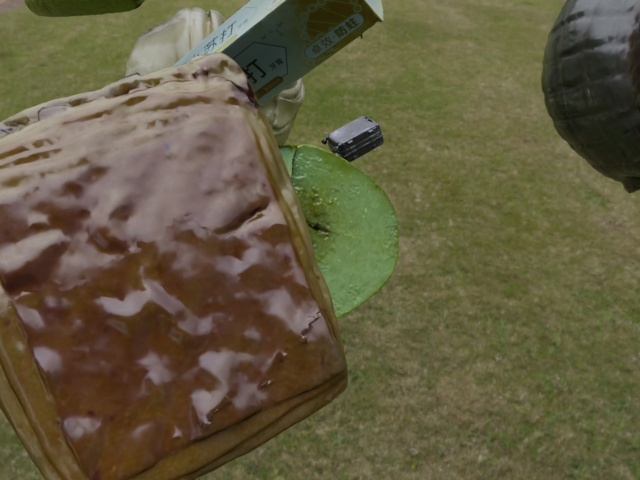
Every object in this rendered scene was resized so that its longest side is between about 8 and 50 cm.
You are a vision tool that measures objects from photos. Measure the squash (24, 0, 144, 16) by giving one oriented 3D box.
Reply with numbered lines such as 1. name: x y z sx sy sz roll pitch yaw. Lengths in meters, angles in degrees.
1. squash: -0.350 -0.453 0.931 0.288 0.111 0.203 16 73 36

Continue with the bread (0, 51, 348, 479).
1. bread: -0.145 0.032 0.532 0.277 0.325 0.167 -23 -5 -18

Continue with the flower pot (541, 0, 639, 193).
1. flower pot: 0.417 -0.190 0.686 0.301 0.302 0.213 -6 4 -13

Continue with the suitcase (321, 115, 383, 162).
1. suitcase: 0.075 -0.225 1.377 0.126 0.059 0.086 -30 37 -10

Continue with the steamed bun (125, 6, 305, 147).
1. steamed bun: -0.162 -0.279 1.015 0.289 0.203 0.276 22 18 -25

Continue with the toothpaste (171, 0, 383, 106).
1. toothpaste: -0.084 -0.189 0.658 0.312 0.089 0.071 -28 46 29

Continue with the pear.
1. pear: 0.000 0.000 0.987 0.292 0.293 0.159 -16 8 -27
